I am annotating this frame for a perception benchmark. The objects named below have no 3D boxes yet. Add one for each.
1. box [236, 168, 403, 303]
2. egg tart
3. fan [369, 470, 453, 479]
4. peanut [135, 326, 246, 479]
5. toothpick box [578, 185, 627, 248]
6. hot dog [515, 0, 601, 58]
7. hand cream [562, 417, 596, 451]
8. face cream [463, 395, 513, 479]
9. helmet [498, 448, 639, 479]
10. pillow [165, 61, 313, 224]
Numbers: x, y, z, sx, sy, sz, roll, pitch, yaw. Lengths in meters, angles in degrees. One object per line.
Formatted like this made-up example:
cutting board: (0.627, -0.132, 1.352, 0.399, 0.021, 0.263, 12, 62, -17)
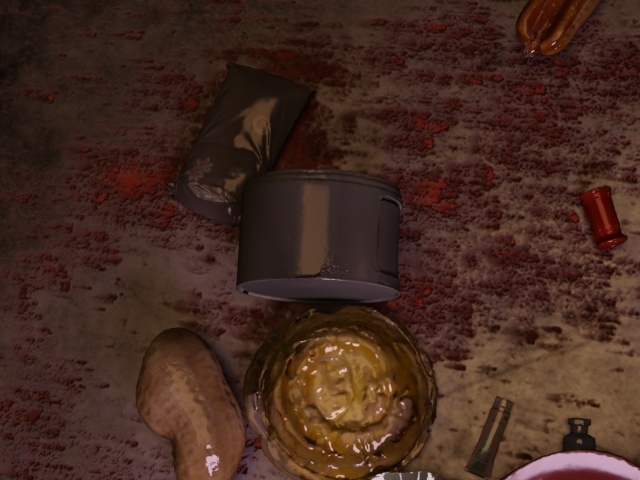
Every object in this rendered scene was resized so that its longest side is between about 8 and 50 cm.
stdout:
box: (0.000, 0.000, 1.322, 0.226, 0.226, 0.149, 0, 79, 12)
egg tart: (0.026, 0.215, 1.339, 0.279, 0.095, 0.278, -1, 77, 5)
fan: (0.121, 0.378, 1.308, 0.240, 0.009, 0.131, -4, 96, 3)
peanut: (-0.183, 0.249, 1.367, 0.137, 0.122, 0.253, -31, 78, 14)
toothpick box: (0.397, -0.030, 1.340, 0.047, 0.047, 0.083, -16, 76, 8)
hot dog: (0.366, -0.363, 1.408, 0.092, 0.062, 0.235, 36, 85, 16)
hand cream: (0.347, 0.325, 1.279, 0.065, 0.043, 0.170, 1, 81, 8)
face cream: (0.236, 0.273, 1.324, 0.038, 0.020, 0.115, 20, 84, 14)
helmet: (0.318, 0.463, 1.160, 0.338, 0.230, 0.384, -7, 69, 10)
pillow: (-0.130, -0.153, 1.469, 0.169, 0.059, 0.255, 23, 85, 18)
